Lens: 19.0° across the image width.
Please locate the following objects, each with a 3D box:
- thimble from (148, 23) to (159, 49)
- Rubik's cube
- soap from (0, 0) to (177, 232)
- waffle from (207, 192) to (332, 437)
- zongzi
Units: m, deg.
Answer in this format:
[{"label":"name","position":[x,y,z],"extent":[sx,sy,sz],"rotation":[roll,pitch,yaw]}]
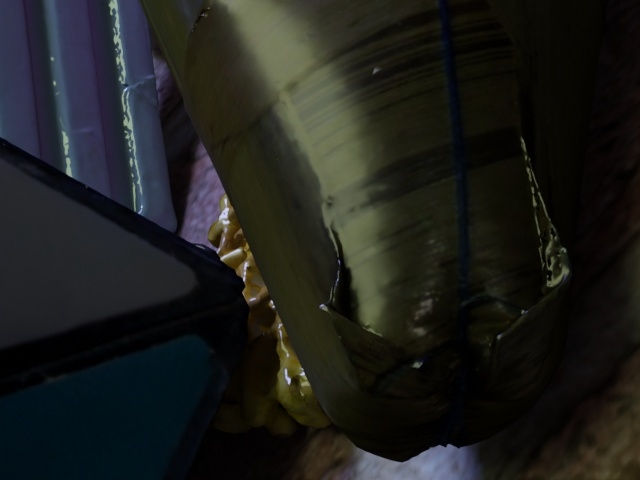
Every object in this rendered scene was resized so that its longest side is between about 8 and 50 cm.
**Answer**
[{"label":"thimble","position":[-0.103,-0.182,1.140],"extent":[0.115,0.090,0.102],"rotation":[-46,33,20]},{"label":"Rubik's cube","position":[-0.250,0.097,0.822],"extent":[0.305,0.307,0.310],"rotation":[-35,28,58]},{"label":"soap","position":[-0.170,-0.103,1.033],"extent":[0.091,0.145,0.230],"rotation":[-30,61,44]},{"label":"waffle","position":[-0.003,0.003,0.843],"extent":[0.191,0.038,0.191],"rotation":[-39,36,35]},{"label":"zongzi","position":[0.093,-0.073,0.731],"extent":[0.123,0.289,0.260],"rotation":[94,153,-61]}]
